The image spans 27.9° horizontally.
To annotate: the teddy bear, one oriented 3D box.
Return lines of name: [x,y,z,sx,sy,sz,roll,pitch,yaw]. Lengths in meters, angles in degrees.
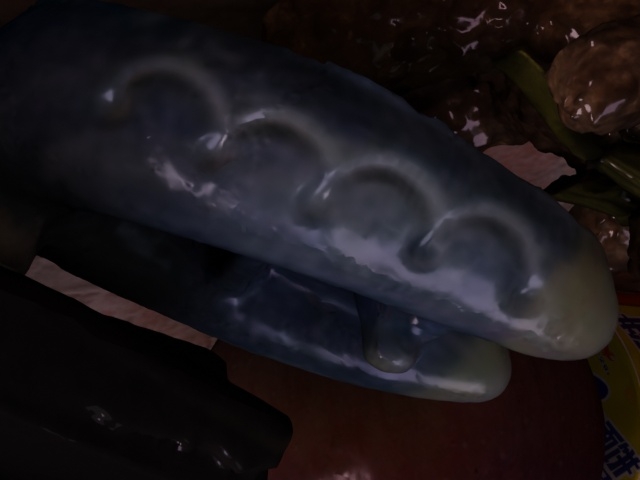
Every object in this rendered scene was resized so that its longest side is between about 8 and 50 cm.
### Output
teddy bear: [0.139,-0.038,0.677,0.296,0.222,0.246,-18,151,3]

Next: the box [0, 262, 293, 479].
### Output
box: [-0.227,0.037,0.587,0.350,0.091,0.359,5,161,37]

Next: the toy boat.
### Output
toy boat: [-0.032,0.007,0.629,0.330,0.123,0.215,27,159,-10]

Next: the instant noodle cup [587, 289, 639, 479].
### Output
instant noodle cup: [0.228,0.128,1.020,0.174,0.213,0.213,-3,147,-37]

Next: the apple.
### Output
apple: [0.040,0.136,0.888,0.306,0.235,0.305,-21,158,-9]
